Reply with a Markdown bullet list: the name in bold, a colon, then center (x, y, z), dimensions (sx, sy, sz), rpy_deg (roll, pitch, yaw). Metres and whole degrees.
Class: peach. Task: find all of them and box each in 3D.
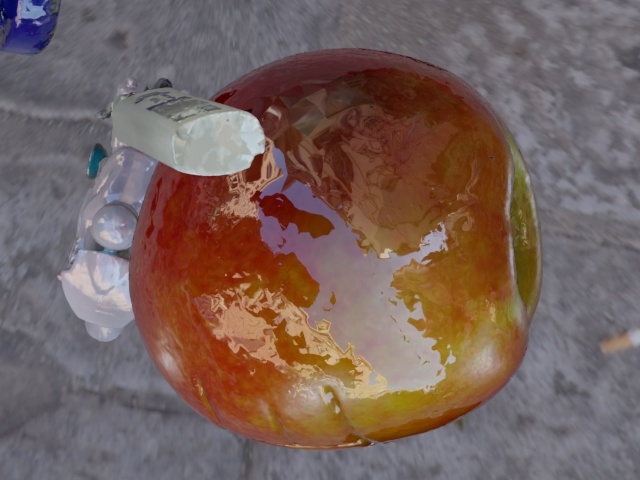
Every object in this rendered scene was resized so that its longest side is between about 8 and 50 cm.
- **peach**: center (0.000, 0.000, 1.054), dimensions (0.275, 0.248, 0.245), rpy_deg (-10, 116, 14)

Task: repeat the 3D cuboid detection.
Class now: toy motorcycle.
- **toy motorcycle**: center (-0.180, -0.022, 1.523), dimensions (0.110, 0.171, 0.260), rpy_deg (15, 100, -2)

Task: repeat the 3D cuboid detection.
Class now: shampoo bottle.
- **shampoo bottle**: center (-0.078, -0.060, 0.843), dimensions (0.049, 0.141, 0.034), rpy_deg (-21, 111, -21)

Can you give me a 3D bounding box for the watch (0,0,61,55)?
- **watch**: center (-0.306, -0.232, 1.285), dimensions (0.200, 0.196, 0.171), rpy_deg (-2, 98, -20)
